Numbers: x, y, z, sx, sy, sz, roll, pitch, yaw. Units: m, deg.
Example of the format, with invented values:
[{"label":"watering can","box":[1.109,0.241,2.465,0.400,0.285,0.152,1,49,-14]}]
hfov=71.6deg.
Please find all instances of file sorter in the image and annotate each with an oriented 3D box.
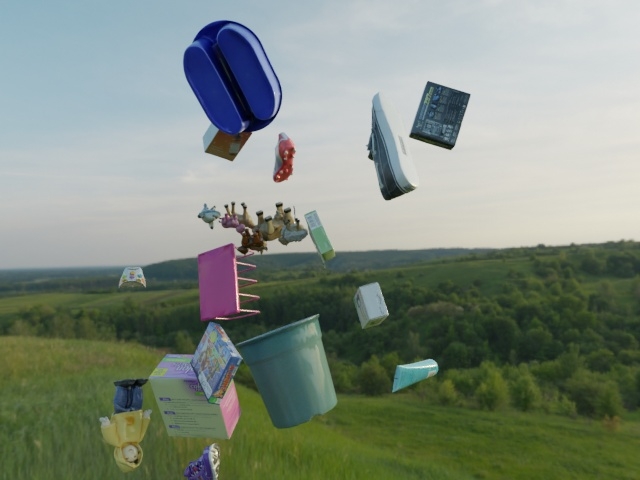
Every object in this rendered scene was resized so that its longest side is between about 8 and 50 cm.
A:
[{"label":"file sorter","box":[-0.386,0.189,1.914,0.202,0.290,0.182,-17,-19,28]}]

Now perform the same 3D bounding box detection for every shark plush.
[{"label":"shark plush","box":[-0.396,-0.097,1.603,0.073,0.067,0.161,46,-1,-21]}]

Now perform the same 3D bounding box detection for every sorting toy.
[{"label":"sorting toy","box":[-0.633,0.120,1.493,0.083,0.075,0.045,-1,-47,-19]}]

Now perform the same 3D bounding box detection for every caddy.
[{"label":"caddy","box":[-0.263,-0.491,1.360,0.241,0.341,0.179,-21,25,11]}]

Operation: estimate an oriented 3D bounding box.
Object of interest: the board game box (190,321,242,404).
[{"label":"board game box","box":[-0.286,0.325,1.195,0.035,0.136,0.201,25,3,-33]}]

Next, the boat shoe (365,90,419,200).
[{"label":"boat shoe","box":[0.164,-0.241,1.132,0.102,0.301,0.108,-27,-26,35]}]

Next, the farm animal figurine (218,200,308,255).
[{"label":"farm animal figurine","box":[-0.247,-0.045,1.870,0.327,0.172,0.330,-16,36,-14]}]

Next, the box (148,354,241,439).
[{"label":"box","box":[-0.392,0.495,1.412,0.214,0.243,0.117,-3,23,12]}]

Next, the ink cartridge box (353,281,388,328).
[{"label":"ink cartridge box","box":[0.221,0.294,1.983,0.093,0.154,0.212,-14,-19,-11]}]

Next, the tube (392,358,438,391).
[{"label":"tube","box":[0.285,0.403,1.346,0.052,0.080,0.207,7,2,43]}]

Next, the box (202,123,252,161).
[{"label":"box","box":[-0.370,-0.416,1.756,0.130,0.091,0.170,13,-43,-36]}]

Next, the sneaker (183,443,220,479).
[{"label":"sneaker","box":[-0.257,0.498,0.960,0.071,0.068,0.170,9,-49,-17]}]

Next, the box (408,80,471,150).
[{"label":"box","box":[0.475,-0.498,1.770,0.183,0.232,0.059,18,-7,2]}]

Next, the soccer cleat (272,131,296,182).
[{"label":"soccer cleat","box":[-0.152,-0.324,1.776,0.083,0.095,0.248,-17,-21,-21]}]

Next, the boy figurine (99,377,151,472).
[{"label":"boy figurine","box":[-0.633,0.600,1.444,0.092,0.285,0.177,-19,-26,30]}]

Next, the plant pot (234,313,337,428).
[{"label":"plant pot","box":[-0.109,0.491,1.665,0.341,0.334,0.341,-19,-7,-3]}]

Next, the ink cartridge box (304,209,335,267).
[{"label":"ink cartridge box","box":[0.000,0.000,1.727,0.056,0.171,0.235,-24,-17,-2]}]
